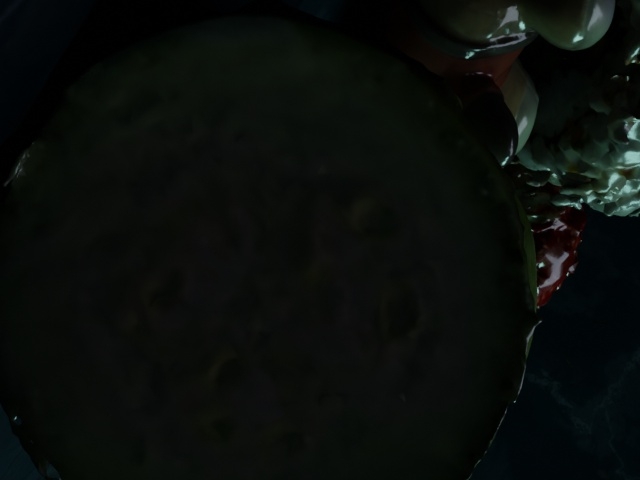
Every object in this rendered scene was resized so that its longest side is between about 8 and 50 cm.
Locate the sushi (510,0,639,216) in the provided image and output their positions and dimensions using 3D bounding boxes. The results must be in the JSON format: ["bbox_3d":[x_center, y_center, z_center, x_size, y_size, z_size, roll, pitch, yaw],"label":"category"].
[{"bbox_3d":[0.249,-0.219,1.203,0.417,0.175,0.418,-176,-90,-70],"label":"sushi"}]

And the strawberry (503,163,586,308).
[{"bbox_3d":[0.120,-0.012,1.416,0.274,0.274,0.220,-53,180,-24],"label":"strawberry"}]

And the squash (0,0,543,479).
[{"bbox_3d":[-0.008,0.026,0.766,0.263,0.263,0.384,-56,172,4],"label":"squash"}]

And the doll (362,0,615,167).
[{"bbox_3d":[0.103,-0.143,1.083,0.330,0.174,0.235,114,-19,-51],"label":"doll"}]
